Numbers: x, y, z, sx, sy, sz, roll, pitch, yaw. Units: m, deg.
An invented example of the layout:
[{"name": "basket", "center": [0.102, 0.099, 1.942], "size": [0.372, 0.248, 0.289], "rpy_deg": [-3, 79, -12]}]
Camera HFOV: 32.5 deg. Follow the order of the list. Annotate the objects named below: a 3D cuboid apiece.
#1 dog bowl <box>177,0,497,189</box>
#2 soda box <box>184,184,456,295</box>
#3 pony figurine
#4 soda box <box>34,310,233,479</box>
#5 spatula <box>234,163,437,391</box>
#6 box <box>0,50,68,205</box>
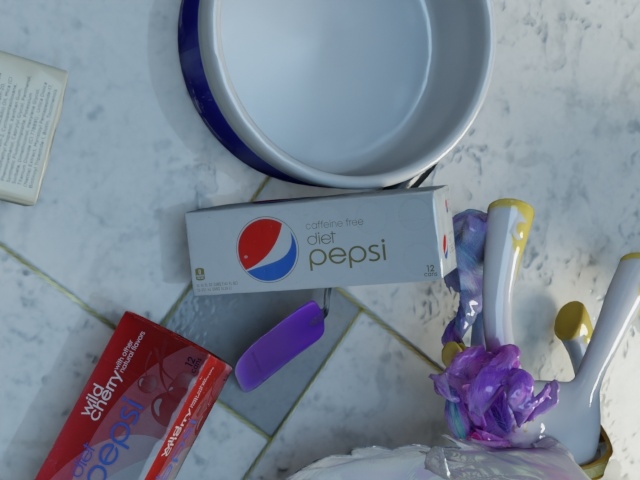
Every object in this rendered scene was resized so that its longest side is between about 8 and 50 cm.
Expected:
[{"name": "dog bowl", "center": [0.014, -0.177, 0.953], "size": [0.264, 0.104, 0.265], "rpy_deg": [-1, 94, -23]}, {"name": "soda box", "center": [0.000, 0.000, 0.914], "size": [0.216, 0.069, 0.074], "rpy_deg": [-5, 95, 17]}, {"name": "pony figurine", "center": [0.166, 0.159, 0.974], "size": [0.351, 0.302, 0.364], "rpy_deg": [19, 71, -31]}, {"name": "soda box", "center": [-0.174, 0.195, 0.891], "size": [0.083, 0.092, 0.263], "rpy_deg": [25, 81, 13]}, {"name": "spatula", "center": [0.024, 0.016, 0.999], "size": [0.030, 0.084, 0.296], "rpy_deg": [31, 71, 21]}, {"name": "box", "center": [-0.338, -0.109, 0.816], "size": [0.275, 0.094, 0.113], "rpy_deg": [16, 87, -22]}]
